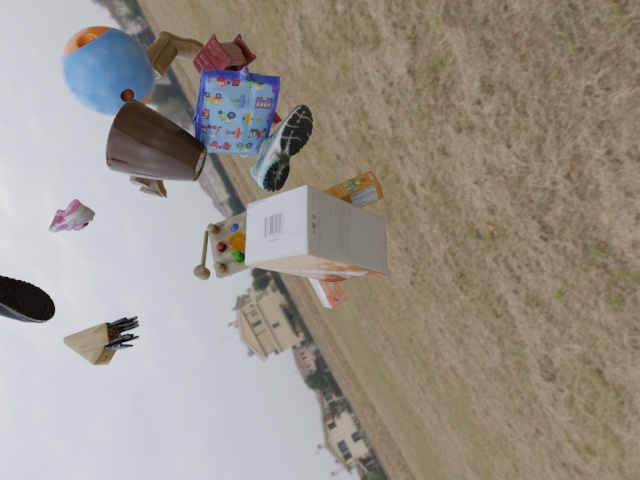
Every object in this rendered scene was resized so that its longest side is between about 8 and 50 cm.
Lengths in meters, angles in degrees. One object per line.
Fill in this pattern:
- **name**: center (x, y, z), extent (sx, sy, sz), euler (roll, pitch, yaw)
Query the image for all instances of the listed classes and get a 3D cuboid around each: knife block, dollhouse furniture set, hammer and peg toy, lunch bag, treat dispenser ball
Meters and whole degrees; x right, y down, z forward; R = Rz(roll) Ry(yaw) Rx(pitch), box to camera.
- **knife block**: center (-0.908, 0.387, 1.789), extent (0.275, 0.242, 0.088), euler (25, 172, 19)
- **dollhouse furniture set**: center (-0.301, -0.617, 1.693), extent (0.374, 0.152, 0.201), euler (52, -148, -10)
- **hammer and peg toy**: center (-0.403, 0.022, 1.832), extent (0.127, 0.361, 0.266), euler (50, -157, -65)
- **lunch bag**: center (-0.253, -0.394, 1.267), extent (0.293, 0.220, 0.138), euler (129, 136, -58)
- **treat dispenser ball**: center (-0.717, -0.571, 1.446), extent (0.288, 0.288, 0.288), euler (60, 172, 15)

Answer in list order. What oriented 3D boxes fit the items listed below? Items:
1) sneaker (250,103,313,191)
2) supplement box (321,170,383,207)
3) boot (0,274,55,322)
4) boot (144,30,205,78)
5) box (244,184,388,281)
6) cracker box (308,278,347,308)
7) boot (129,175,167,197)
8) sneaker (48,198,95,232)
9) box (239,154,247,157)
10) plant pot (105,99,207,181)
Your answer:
- **sneaker**: center (-0.132, -0.298, 1.304), extent (0.122, 0.283, 0.110), euler (36, -171, 37)
- **supplement box**: center (0.070, -0.129, 1.311), extent (0.078, 0.233, 0.080), euler (-115, 3, -50)
- **boot**: center (-1.170, 0.228, 1.503), extent (0.348, 0.260, 0.131), euler (42, -151, -41)
- **boot**: center (-0.626, -0.758, 1.782), extent (0.089, 0.236, 0.270), euler (109, 175, -50)
- **box**: center (0.000, 0.000, 1.136), extent (0.345, 0.215, 0.168), euler (16, -112, -48)
- **cracker box**: center (0.015, 0.164, 1.552), extent (0.156, 0.067, 0.232), euler (62, 169, 3)
- **boot**: center (-0.634, -0.291, 1.621), extent (0.283, 0.108, 0.220), euler (76, -155, -78)
- **sneaker**: center (-1.061, -0.082, 1.813), extent (0.111, 0.252, 0.103), euler (38, -135, -44)
- **box**: center (-0.347, -0.466, 2.097), extent (0.027, 0.094, 0.137), euler (28, 162, -31)
- **plant pot**: center (-0.459, -0.263, 1.236), extent (0.230, 0.216, 0.215), euler (19, 175, -6)
